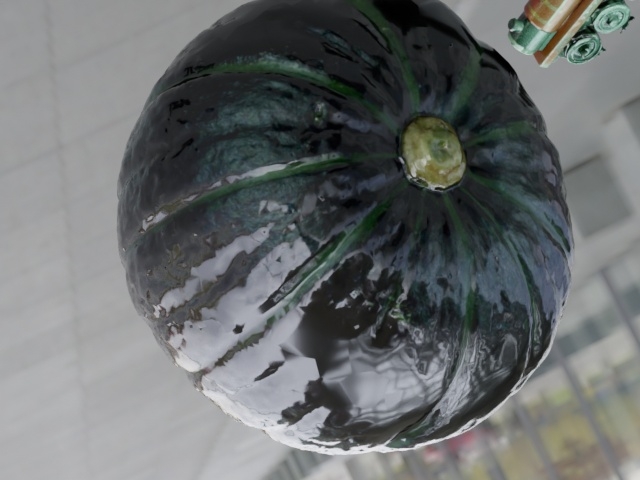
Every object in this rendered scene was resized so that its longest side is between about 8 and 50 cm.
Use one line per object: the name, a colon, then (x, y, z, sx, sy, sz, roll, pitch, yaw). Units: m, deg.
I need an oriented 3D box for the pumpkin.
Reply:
pumpkin: (0.000, 0.000, 0.932, 0.248, 0.248, 0.248, -25, 171, -4)

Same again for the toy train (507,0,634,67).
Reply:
toy train: (0.152, -0.145, 1.036, 0.064, 0.044, 0.103, 3, 140, -36)
